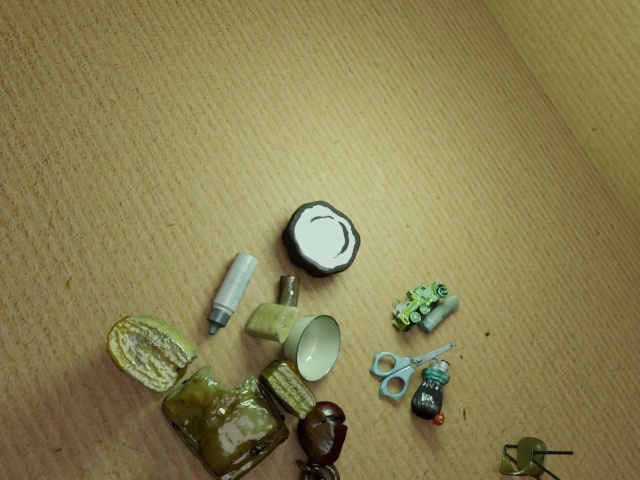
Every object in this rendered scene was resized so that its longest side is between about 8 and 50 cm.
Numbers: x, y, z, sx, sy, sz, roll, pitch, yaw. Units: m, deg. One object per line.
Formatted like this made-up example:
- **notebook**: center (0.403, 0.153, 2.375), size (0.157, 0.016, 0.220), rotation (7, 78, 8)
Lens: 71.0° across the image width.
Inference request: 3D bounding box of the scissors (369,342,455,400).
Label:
- **scissors**: center (0.374, 0.481, 1.765), size (0.360, 0.029, 0.191), rotation (-22, 79, -9)

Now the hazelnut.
- **hazelnut**: center (0.011, 0.668, 1.553), size (0.177, 0.178, 0.204), rotation (1, 53, -19)

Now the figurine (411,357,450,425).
- **figurine**: center (0.443, 0.584, 1.753), size (0.246, 0.137, 0.110), rotation (-62, 142, -29)

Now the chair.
- **chair**: center (0.838, 0.873, 1.779), size (0.246, 0.158, 0.173), rotation (25, 68, -12)

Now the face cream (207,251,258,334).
- **face cream**: center (-0.327, 0.194, 1.622), size (0.092, 0.092, 0.312), rotation (27, 65, -10)

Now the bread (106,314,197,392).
- **bread**: center (-0.503, 0.330, 1.361), size (0.236, 0.375, 0.165), rotation (36, 73, -1)

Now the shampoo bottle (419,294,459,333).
- **shampoo bottle**: center (0.506, 0.312, 1.900), size (0.212, 0.049, 0.072), rotation (-37, 120, -25)

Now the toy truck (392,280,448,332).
- **toy truck**: center (0.401, 0.253, 1.849), size (0.259, 0.128, 0.135), rotation (-32, 72, -25)

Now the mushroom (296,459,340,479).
- **mushroom**: center (-0.016, 0.811, 1.540), size (0.170, 0.080, 0.135), rotation (42, 52, -2)

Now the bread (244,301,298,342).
- **bread**: center (-0.176, 0.287, 1.601), size (0.060, 0.178, 0.140), rotation (48, 56, -36)

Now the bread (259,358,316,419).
- **bread**: center (-0.111, 0.495, 1.520), size (0.110, 0.234, 0.184), rotation (-40, 90, -20)

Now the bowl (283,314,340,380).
- **bowl**: center (-0.047, 0.372, 1.617), size (0.237, 0.126, 0.238), rotation (-12, 105, -49)

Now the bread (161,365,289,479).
- **bread**: center (-0.296, 0.576, 1.456), size (0.314, 0.191, 0.370), rotation (-34, 85, -25)

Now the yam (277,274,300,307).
- **yam**: center (-0.121, 0.199, 1.704), size (0.084, 0.084, 0.127), rotation (10, 74, -16)

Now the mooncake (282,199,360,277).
- **mooncake**: center (0.000, 0.000, 1.768), size (0.305, 0.154, 0.307), rotation (6, 72, -18)
